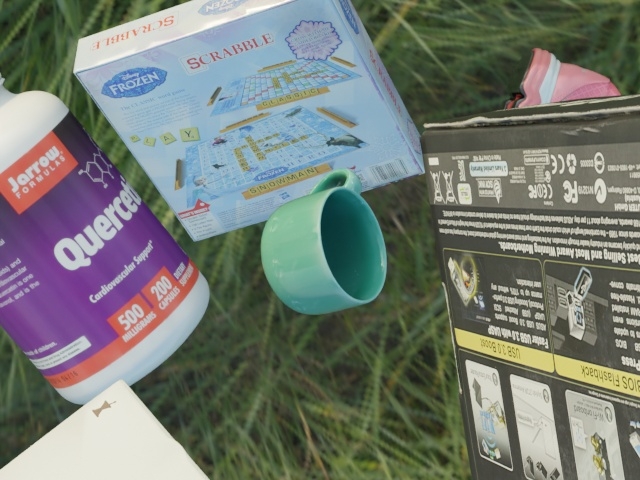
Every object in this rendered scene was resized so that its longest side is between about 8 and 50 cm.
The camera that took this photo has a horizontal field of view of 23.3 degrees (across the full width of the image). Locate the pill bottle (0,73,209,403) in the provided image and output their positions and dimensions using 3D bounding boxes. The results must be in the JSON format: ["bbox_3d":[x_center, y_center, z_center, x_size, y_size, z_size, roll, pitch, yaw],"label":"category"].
[{"bbox_3d":[-0.264,-0.013,1.479,0.181,0.181,0.323,-38,105,1],"label":"pill bottle"}]

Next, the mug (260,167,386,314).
[{"bbox_3d":[0.002,0.009,1.688,0.097,0.158,0.129,-16,106,32],"label":"mug"}]

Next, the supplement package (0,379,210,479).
[{"bbox_3d":[-0.095,0.265,0.904,0.198,0.199,0.262,-38,122,-11],"label":"supplement package"}]

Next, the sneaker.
[{"bbox_3d":[0.251,-0.047,1.719,0.136,0.116,0.313,13,97,-4],"label":"sneaker"}]

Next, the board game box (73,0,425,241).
[{"bbox_3d":[-0.077,-0.158,1.853,0.319,0.066,0.318,-16,136,15],"label":"board game box"}]

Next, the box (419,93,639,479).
[{"bbox_3d":[0.165,0.100,0.555,0.097,0.395,0.318,-9,94,-18],"label":"box"}]
